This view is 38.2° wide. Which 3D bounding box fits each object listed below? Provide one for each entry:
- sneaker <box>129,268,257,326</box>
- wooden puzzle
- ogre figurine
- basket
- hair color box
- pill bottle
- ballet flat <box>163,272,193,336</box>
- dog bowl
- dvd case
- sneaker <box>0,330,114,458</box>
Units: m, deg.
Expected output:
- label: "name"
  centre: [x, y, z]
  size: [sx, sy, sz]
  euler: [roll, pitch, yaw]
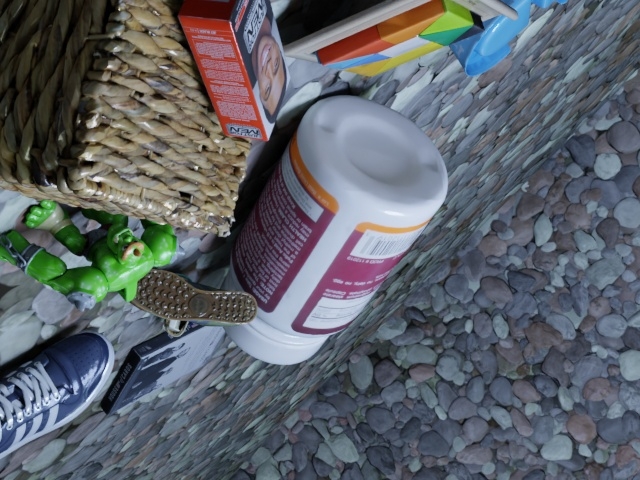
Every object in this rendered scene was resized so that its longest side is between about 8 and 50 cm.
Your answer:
- label: "sneaker"
  centre: [-0.192, 0.088, 1.306]
  size: [0.192, 0.064, 0.086]
  euler: [13, 165, -22]
- label: "wooden puzzle"
  centre: [0.091, -0.235, 1.062]
  size: [0.238, 0.044, 0.221]
  euler: [-13, 179, 25]
- label: "ogre figurine"
  centre: [-0.231, 0.001, 0.994]
  size: [0.197, 0.118, 0.097]
  euler: [-22, 154, -53]
- label: "basket"
  centre: [-0.197, -0.137, 0.757]
  size: [0.299, 0.223, 0.214]
  euler: [21, 82, -73]
- label: "hair color box"
  centre: [-0.063, -0.149, 0.724]
  size: [0.141, 0.043, 0.072]
  euler: [74, 29, -59]
- label: "pill bottle"
  centre: [0.000, 0.000, 1.357]
  size: [0.224, 0.224, 0.392]
  euler: [-27, 158, -44]
- label: "ballet flat"
  centre: [-0.215, 0.104, 1.406]
  size: [0.168, 0.057, 0.052]
  euler: [103, 3, -64]
- label: "dog bowl"
  centre: [0.301, -0.374, 1.375]
  size: [0.297, 0.074, 0.166]
  euler: [-43, 165, -1]
- label: "dvd case"
  centre: [-0.261, 0.205, 1.629]
  size: [0.238, 0.029, 0.179]
  euler: [-25, 157, -48]
- label: "sneaker"
  centre: [-0.394, 0.204, 1.174]
  size: [0.282, 0.099, 0.153]
  euler: [-36, 165, -12]
